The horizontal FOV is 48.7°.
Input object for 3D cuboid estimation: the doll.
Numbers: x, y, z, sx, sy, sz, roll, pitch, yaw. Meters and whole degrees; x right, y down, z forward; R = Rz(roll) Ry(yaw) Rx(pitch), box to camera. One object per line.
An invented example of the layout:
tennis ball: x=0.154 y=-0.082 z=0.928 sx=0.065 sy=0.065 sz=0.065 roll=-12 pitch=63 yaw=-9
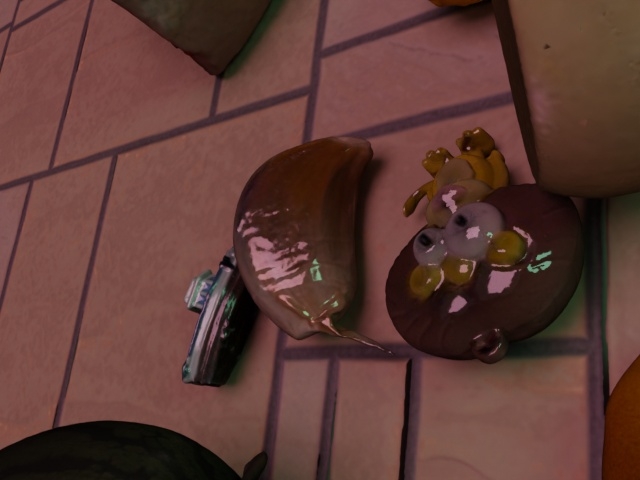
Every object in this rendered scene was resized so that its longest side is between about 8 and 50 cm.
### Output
doll: x=0.099 y=0.003 z=0.500 sx=0.145 sy=0.096 sz=0.188 roll=-42 pitch=40 yaw=9

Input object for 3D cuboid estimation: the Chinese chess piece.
Chinese chess piece: x=0.149 y=-0.158 z=0.404 sx=0.102 sy=0.273 sz=0.273 roll=-12 pitch=63 yaw=15

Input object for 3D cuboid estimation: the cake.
cake: x=-0.182 y=-0.365 z=0.793 sx=0.230 sy=0.237 sz=0.309 roll=-53 pitch=49 yaw=10

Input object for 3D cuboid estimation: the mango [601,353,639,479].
mango: x=0.203 y=0.121 z=0.369 sx=0.105 sy=0.084 sz=0.159 roll=-34 pitch=29 yaw=41

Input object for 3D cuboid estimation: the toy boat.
toy boat: x=-0.097 y=0.065 z=0.655 sx=0.066 sy=0.059 sz=0.140 roll=15 pitch=79 yaw=25

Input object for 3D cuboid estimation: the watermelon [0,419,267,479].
watermelon: x=-0.164 y=0.272 z=0.474 sx=0.359 sy=0.279 sz=0.279 roll=-41 pitch=51 yaw=20

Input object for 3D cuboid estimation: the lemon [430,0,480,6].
lemon: x=0.128 y=-0.253 z=0.567 sx=0.155 sy=0.114 sz=0.114 roll=-23 pitch=58 yaw=29

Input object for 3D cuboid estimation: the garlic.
garlic: x=-0.008 y=0.010 z=0.592 sx=0.128 sy=0.090 sz=0.198 roll=-14 pitch=58 yaw=22
